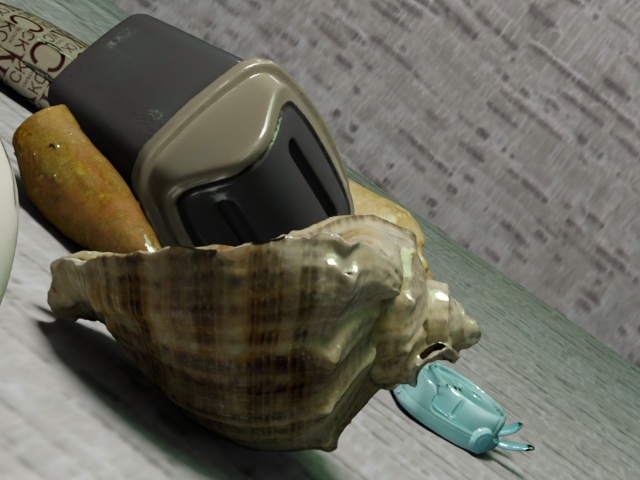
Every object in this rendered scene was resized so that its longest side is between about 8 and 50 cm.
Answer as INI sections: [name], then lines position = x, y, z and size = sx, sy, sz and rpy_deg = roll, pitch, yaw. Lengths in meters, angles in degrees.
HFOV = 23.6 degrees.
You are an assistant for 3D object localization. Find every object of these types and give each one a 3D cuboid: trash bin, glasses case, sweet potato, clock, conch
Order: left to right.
[sweet potato]
position = -0.190, -0.028, 1.247
size = 0.077, 0.077, 0.244
rpy_deg = 24, 22, -49
[glasses case]
position = -0.236, -0.150, 1.665
size = 0.354, 0.085, 0.137
rpy_deg = 33, 8, -3
[trash bin]
position = -0.104, -0.074, 1.373
size = 0.290, 0.182, 0.209
rpy_deg = 34, -16, 46
[conch]
position = -0.034, 0.070, 1.029
size = 0.291, 0.159, 0.210
rpy_deg = -6, 4, -3
[clock]
position = 0.136, 0.164, 1.475
size = 0.147, 0.045, 0.108
rpy_deg = 32, 10, -15

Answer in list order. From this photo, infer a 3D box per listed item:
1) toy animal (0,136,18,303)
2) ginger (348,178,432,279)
[toy animal]
position = -0.240, -0.020, 0.572
size = 0.266, 0.213, 0.212
rpy_deg = 22, 14, -29
[ginger]
position = 0.000, 0.000, 1.581
size = 0.267, 0.138, 0.152
rpy_deg = 22, 22, 2
